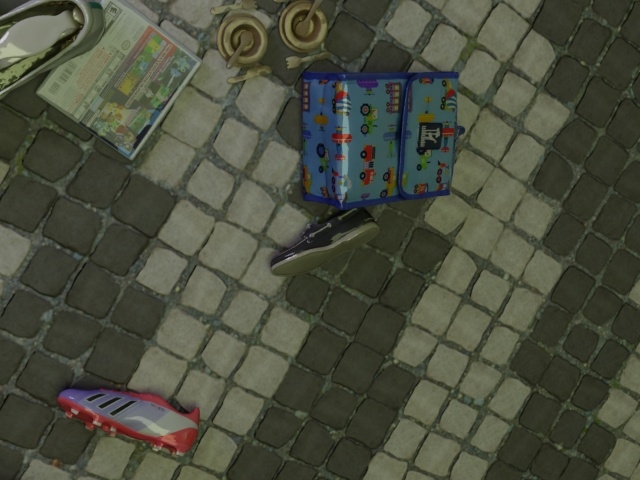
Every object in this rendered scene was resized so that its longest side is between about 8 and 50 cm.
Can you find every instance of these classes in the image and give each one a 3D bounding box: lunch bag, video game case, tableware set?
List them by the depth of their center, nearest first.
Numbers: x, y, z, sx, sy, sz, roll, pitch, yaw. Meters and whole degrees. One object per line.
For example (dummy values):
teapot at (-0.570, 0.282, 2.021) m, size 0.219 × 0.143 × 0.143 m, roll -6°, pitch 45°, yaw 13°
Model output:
video game case at (-0.318, -0.260, 1.450) m, size 0.183 × 0.023 × 0.201 m, roll 36°, pitch 88°, yaw -22°
tableware set at (-0.075, -0.342, 1.504) m, size 0.194 × 0.039 × 0.128 m, roll -17°, pitch 107°, yaw -14°
lunch bag at (0.124, -0.180, 1.579) m, size 0.293 × 0.138 × 0.221 m, roll -7°, pitch 103°, yaw -30°

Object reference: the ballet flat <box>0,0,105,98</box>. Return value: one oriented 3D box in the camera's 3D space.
ballet flat at (-0.497, -0.254, 1.321) m, size 0.400 × 0.139 × 0.139 m, roll -31°, pitch 110°, yaw -6°

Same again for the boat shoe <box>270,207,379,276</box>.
boat shoe at (0.000, 0.000, 1.608) m, size 0.206 × 0.075 × 0.065 m, roll -24°, pitch 66°, yaw -7°

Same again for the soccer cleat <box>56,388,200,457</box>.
soccer cleat at (-0.323, 0.291, 1.552) m, size 0.248 × 0.083 × 0.095 m, roll 25°, pitch 64°, yaw -17°
